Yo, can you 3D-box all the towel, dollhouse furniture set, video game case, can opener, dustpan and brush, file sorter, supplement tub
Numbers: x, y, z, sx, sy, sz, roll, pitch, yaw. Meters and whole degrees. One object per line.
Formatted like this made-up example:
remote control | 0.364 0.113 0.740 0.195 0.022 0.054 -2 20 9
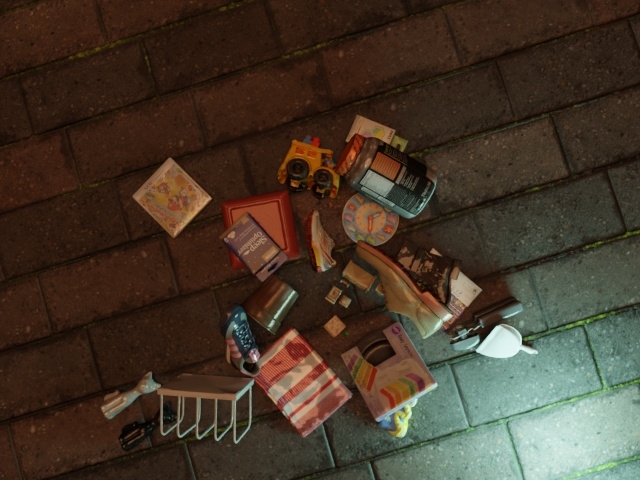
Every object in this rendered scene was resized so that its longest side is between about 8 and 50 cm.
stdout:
towel | -0.078 0.508 1.868 0.237 0.037 0.329 -41 86 -1
dollhouse furniture set | 0.134 0.190 1.831 0.181 0.101 0.161 34 79 4
video game case | 0.420 0.179 1.857 0.232 0.042 0.210 40 89 4
video game case | -0.549 -0.159 1.927 0.227 0.026 0.206 44 90 4
can opener | 0.582 0.298 1.835 0.283 0.076 0.095 -24 103 0
dustpan and brush | 0.671 0.368 1.821 0.211 0.060 0.147 25 123 -3
file sorter | -0.391 0.576 1.789 0.277 0.193 0.173 2 91 10
supplement tub | 0.220 -0.226 1.782 0.315 0.193 0.194 28 89 -10

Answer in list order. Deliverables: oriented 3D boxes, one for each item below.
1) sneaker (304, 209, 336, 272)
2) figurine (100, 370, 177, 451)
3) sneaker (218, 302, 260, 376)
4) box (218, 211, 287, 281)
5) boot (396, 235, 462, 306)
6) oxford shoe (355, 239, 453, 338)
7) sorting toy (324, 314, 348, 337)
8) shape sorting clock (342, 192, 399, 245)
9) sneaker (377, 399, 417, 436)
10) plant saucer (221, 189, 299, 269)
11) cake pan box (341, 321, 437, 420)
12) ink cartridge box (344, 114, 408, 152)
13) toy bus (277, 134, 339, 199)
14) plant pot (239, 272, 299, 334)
sneaker | 0.000 0.000 1.876 0.092 0.088 0.226 -9 87 -18
figurine | -0.649 0.607 1.872 0.209 0.092 0.215 -31 85 -7
sneaker | -0.257 0.341 1.759 0.131 0.319 0.112 30 54 27
box | -0.237 0.024 1.853 0.136 0.036 0.225 -43 88 0
boot | 0.350 0.138 1.809 0.228 0.091 0.263 18 85 10
oxford shoe | 0.246 0.158 1.726 0.397 0.140 0.146 44 101 16
sorting toy | 0.061 0.321 1.882 0.062 0.012 0.083 -43 83 -5
shape sorting clock | 0.181 -0.082 1.882 0.206 0.040 0.206 0 87 2
sneaker | 0.265 0.565 1.822 0.126 0.091 0.240 15 89 4
plant saucer | -0.224 -0.040 1.896 0.258 0.048 0.259 -10 86 2
cake pan box | 0.233 0.445 1.797 0.245 0.070 0.267 -29 60 0
ink cartridge box | 0.205 -0.361 1.884 0.209 0.062 0.109 24 87 3
toy bus | -0.021 -0.275 1.863 0.220 0.149 0.212 18 72 1
plant pot | -0.173 0.215 1.832 0.167 0.167 0.165 37 82 4
